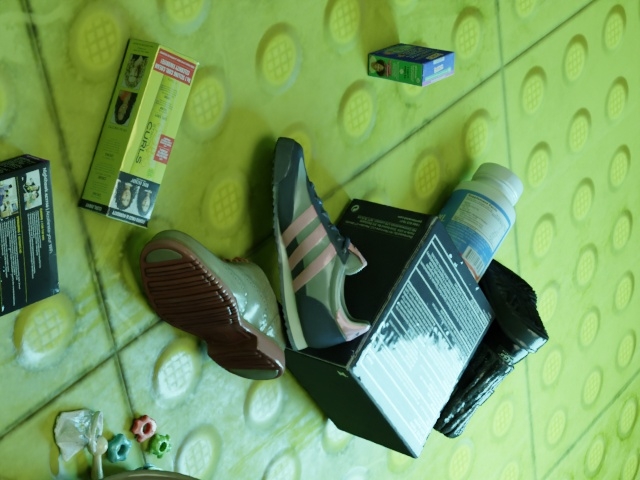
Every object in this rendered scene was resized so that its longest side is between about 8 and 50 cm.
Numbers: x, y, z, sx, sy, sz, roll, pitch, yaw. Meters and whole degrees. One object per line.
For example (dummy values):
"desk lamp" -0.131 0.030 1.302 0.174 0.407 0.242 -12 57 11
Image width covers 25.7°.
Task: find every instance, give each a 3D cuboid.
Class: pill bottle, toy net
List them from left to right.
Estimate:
"toy net" -0.277 0.284 1.939 0.122 0.045 0.232 -61 141 -17
"pill bottle" 0.268 -0.027 2.479 0.221 0.124 0.124 -56 140 -24

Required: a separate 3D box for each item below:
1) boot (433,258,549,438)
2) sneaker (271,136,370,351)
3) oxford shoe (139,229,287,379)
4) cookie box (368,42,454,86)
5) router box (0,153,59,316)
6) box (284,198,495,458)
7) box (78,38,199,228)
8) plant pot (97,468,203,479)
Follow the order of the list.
"boot" 0.264 0.177 2.525 0.131 0.348 0.260 36 108 -13
"sneaker" 0.000 0.000 2.078 0.112 0.131 0.319 -57 140 -81
"oxford shoe" -0.149 0.069 1.996 0.348 0.123 0.130 57 36 -50
"cookie box" 0.145 -0.281 2.235 0.092 0.107 0.040 -25 122 -46
"router box" -0.383 -0.002 1.693 0.133 0.046 0.178 -23 121 -48
"box" 0.103 0.141 2.271 0.294 0.183 0.296 -59 139 -22
"box" -0.236 -0.138 1.826 0.087 0.058 0.232 21 85 -53
"plant pot" -0.229 0.518 1.882 0.323 0.323 0.280 -19 142 -48
